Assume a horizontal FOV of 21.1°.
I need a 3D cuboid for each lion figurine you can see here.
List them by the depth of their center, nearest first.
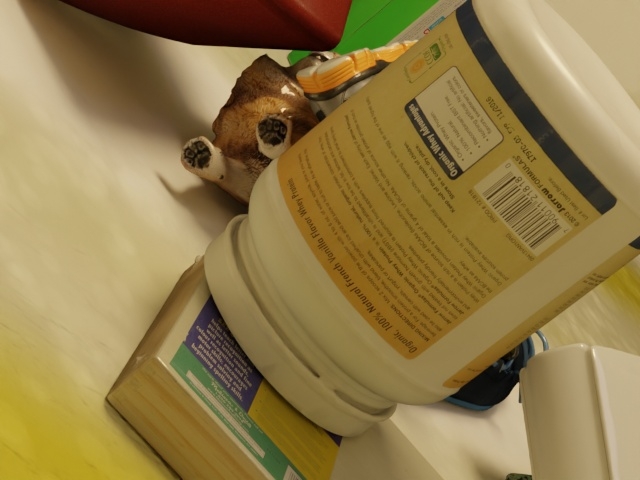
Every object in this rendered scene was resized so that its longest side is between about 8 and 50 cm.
[{"bbox_3d":[0.000,0.000,1.577,0.240,0.142,0.392,18,50,-73],"label":"lion figurine"}]

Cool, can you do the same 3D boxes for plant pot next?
[{"bbox_3d":[-0.089,-0.307,1.584,0.236,0.267,0.267,39,62,-56],"label":"plant pot"}]

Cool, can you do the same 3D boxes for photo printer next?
[{"bbox_3d":[0.309,0.269,1.656,0.256,0.107,0.307,19,58,-45],"label":"photo printer"}]

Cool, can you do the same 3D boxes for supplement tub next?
[{"bbox_3d":[0.090,-0.018,1.299,0.228,0.316,0.228,46,18,-19],"label":"supplement tub"}]

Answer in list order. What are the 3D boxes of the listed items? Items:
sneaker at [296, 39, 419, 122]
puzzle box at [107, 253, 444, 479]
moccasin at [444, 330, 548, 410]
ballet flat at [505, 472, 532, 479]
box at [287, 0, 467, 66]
[{"bbox_3d":[0.045,-0.129,1.549,0.215,0.084,0.083,-25,95,-62],"label":"sneaker"},{"bbox_3d":[0.020,0.198,1.309,0.409,0.052,0.272,49,18,-8],"label":"puzzle box"},{"bbox_3d":[0.165,0.103,1.760,0.137,0.117,0.342,56,18,14],"label":"moccasin"},{"bbox_3d":[0.263,0.282,1.739,0.188,0.070,0.070,43,19,-25],"label":"ballet flat"},{"bbox_3d":[0.139,-0.210,2.088,0.231,0.262,0.126,36,22,-38],"label":"box"}]
